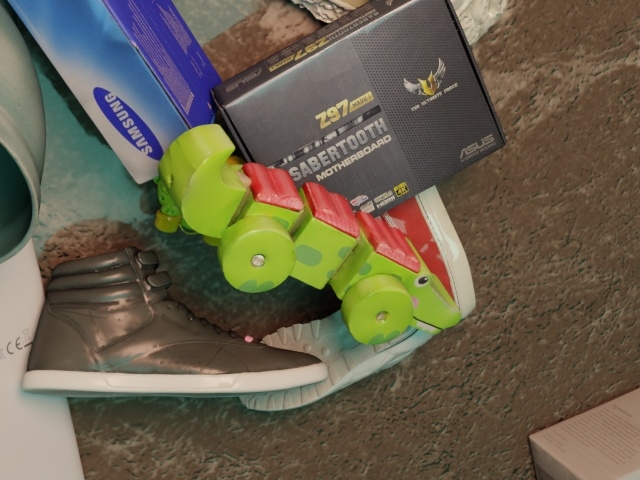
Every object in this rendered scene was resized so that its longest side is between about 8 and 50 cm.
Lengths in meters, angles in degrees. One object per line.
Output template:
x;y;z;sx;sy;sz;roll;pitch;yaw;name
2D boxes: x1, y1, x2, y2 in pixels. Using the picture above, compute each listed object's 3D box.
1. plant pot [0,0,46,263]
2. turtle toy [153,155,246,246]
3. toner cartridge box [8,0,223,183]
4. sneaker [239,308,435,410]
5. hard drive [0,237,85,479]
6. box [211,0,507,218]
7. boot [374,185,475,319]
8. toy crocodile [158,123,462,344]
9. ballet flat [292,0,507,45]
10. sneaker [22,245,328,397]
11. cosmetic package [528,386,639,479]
-0.353;-0.128;0.897;0.293;0.293;0.196;24;52;-24;plant pot
-0.104;-0.047;1.106;0.130;0.066;0.095;16;107;-6;turtle toy
-0.211;-0.233;0.961;0.075;0.165;0.348;-26;114;16;toner cartridge box
0.021;0.124;1.175;0.235;0.090;0.095;-25;156;15;sneaker
-0.324;0.177;1.039;0.210;0.040;0.319;-31;118;-53;hard drive
0.040;-0.117;1.050;0.232;0.059;0.183;-29;121;-1;box
0.054;0.008;1.183;0.176;0.088;0.244;-28;113;-2;boot
0.000;0.000;0.994;0.340;0.115;0.105;26;112;-31;toy crocodile
0.024;-0.272;1.067;0.408;0.147;0.147;14;98;-24;ballet flat
-0.135;0.079;1.082;0.295;0.104;0.147;3;77;-12;sneaker
0.375;0.293;1.329;0.183;0.151;0.151;-20;111;-15;cosmetic package
